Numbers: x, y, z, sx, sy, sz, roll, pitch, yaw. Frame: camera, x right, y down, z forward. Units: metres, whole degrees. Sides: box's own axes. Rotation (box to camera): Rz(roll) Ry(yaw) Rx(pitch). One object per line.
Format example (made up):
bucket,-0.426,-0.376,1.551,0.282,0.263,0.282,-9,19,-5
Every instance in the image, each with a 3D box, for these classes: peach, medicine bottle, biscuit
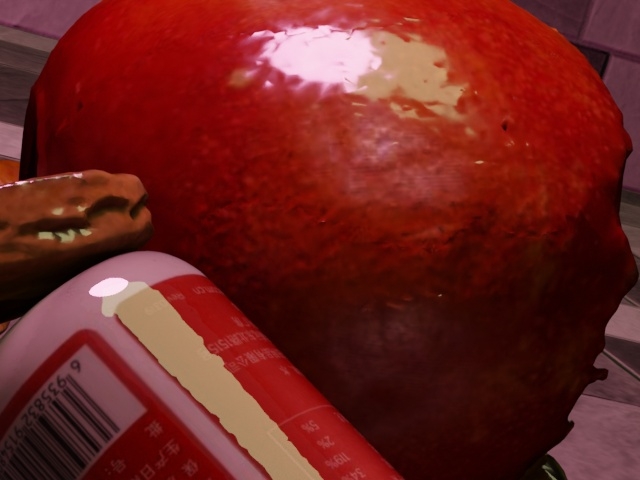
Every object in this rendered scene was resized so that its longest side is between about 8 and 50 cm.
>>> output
peach,-0.020,-0.007,1.032,0.310,0.335,0.406,6,19,-22
medicine bottle,-0.027,0.127,0.728,0.250,0.131,0.131,45,20,17
biscuit,-0.206,0.040,0.825,0.262,0.052,0.277,-15,-7,-10

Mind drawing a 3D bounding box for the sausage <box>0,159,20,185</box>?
sausage,-0.201,-0.006,1.369,0.271,0.109,0.109,8,14,-41
